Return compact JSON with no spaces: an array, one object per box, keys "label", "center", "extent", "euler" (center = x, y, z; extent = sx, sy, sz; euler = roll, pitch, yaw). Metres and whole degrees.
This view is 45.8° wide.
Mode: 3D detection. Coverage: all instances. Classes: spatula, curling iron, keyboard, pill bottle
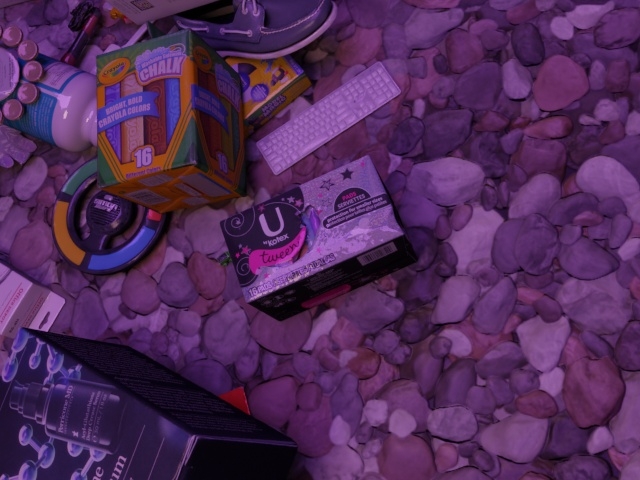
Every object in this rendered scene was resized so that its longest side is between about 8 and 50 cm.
[{"label":"spatula","center":[-0.312,-0.363,1.434],"extent":[0.168,0.019,0.242],"euler":[37,86,24]},{"label":"curling iron","center":[-0.497,-0.343,1.475],"extent":[0.068,0.035,0.274],"euler":[15,82,42]},{"label":"keyboard","center":[0.013,-0.208,1.294],"extent":[0.256,0.014,0.072],"euler":[-33,67,4]},{"label":"pill bottle","center":[-0.481,-0.249,1.365],"extent":[0.263,0.146,0.146],"euler":[23,80,9]}]

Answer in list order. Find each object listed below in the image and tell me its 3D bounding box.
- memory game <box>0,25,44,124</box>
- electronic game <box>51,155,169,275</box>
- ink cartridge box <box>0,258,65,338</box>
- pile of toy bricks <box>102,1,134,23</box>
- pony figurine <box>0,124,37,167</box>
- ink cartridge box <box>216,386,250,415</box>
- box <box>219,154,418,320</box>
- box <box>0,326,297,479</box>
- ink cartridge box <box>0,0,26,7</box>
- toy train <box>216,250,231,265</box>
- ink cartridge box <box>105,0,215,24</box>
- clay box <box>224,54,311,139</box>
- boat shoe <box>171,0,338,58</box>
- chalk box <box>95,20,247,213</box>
[{"label":"memory game","center":[-0.560,-0.284,1.298],"extent":[0.186,0.012,0.186],"euler":[-1,85,8]},{"label":"electronic game","center":[-0.371,-0.050,1.335],"extent":[0.229,0.048,0.230],"euler":[-5,71,15]},{"label":"ink cartridge box","center":[-0.551,0.102,1.331],"extent":[0.180,0.060,0.104],"euler":[25,81,22]},{"label":"pile of toy bricks","center":[-0.326,-0.518,1.441],"extent":[0.105,0.118,0.212],"euler":[22,70,5]},{"label":"pony figurine","center":[-0.749,-0.168,1.357],"extent":[0.350,0.363,0.303],"euler":[30,75,6]},{"label":"ink cartridge box","center":[-0.188,0.320,1.168],"extent":[0.179,0.045,0.146],"euler":[-23,69,11]},{"label":"box","center":[0.000,0.000,1.149],"extent":[0.247,0.163,0.142],"euler":[-25,69,7]},{"label":"box","center":[-0.278,0.327,1.030],"extent":[0.395,0.212,0.294],"euler":[18,86,38]},{"label":"ink cartridge box","center":[-0.694,-0.531,1.506],"extent":[0.310,0.186,0.065],"euler":[-12,73,12]},{"label":"toy train","center":[-0.137,0.013,1.261],"extent":[0.083,0.024,0.017],"euler":[-39,67,2]},{"label":"ink cartridge box","center":[-0.230,-0.555,1.274],"extent":[0.271,0.130,0.310],"euler":[-5,72,30]},{"label":"clay box","center":[-0.141,-0.255,1.331],"extent":[0.222,0.053,0.127],"euler":[-39,66,0]},{"label":"boat shoe","center":[-0.122,-0.379,1.280],"extent":[0.319,0.099,0.116],"euler":[3,59,34]},{"label":"chalk box","center":[-0.238,-0.213,1.224],"extent":[0.179,0.180,0.289],"euler":[-9,75,20]}]
